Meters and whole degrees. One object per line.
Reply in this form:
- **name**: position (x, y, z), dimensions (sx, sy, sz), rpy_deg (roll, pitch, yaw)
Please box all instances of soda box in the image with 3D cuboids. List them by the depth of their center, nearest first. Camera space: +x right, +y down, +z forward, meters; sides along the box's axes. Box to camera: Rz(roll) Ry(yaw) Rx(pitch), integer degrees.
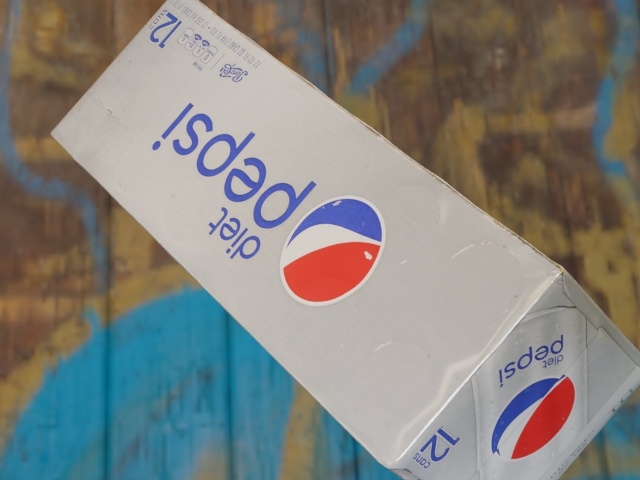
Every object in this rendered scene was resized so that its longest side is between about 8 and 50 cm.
- **soda box**: position (0.000, 0.000, 0.662), dimensions (0.098, 0.286, 0.091), rpy_deg (-49, 136, -1)
